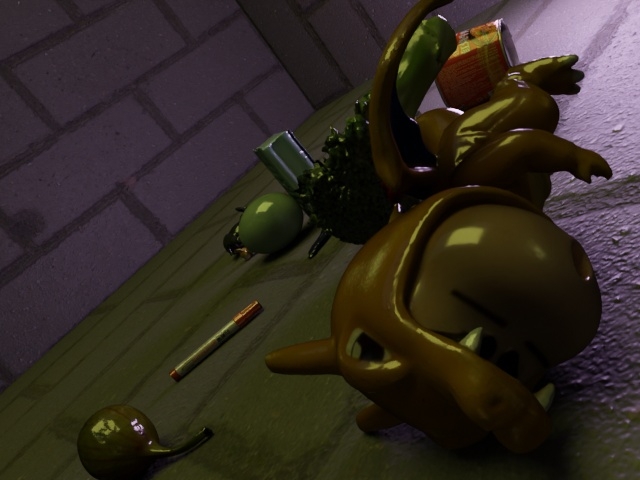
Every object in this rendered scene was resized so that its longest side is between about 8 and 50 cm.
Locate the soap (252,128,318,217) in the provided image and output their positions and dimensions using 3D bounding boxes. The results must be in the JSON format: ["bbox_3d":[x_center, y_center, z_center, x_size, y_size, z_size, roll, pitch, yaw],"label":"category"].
[{"bbox_3d":[-0.059,-0.166,1.448,0.094,0.261,0.150,-45,17,-12],"label":"soap"}]

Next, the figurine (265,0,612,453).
[{"bbox_3d":[0.138,0.012,0.591,0.401,0.268,0.387,96,-161,-66],"label":"figurine"}]

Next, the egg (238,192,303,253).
[{"bbox_3d":[-0.133,-0.044,1.465,0.192,0.149,0.149,-36,16,26],"label":"egg"}]

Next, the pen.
[{"bbox_3d":[-0.221,0.211,1.173,0.239,0.028,0.028,-40,16,-6],"label":"pen"}]

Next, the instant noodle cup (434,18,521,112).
[{"bbox_3d":[0.387,-0.428,1.356,0.174,0.213,0.213,-16,26,32],"label":"instant noodle cup"}]

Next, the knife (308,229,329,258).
[{"bbox_3d":[0.000,0.000,1.301,0.031,0.018,0.121,-11,31,44],"label":"knife"}]

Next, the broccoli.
[{"bbox_3d":[0.117,-0.166,0.982,0.353,0.275,0.396,-47,22,51],"label":"broccoli"}]

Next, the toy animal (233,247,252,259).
[{"bbox_3d":[-0.211,0.016,1.637,0.083,0.060,0.081,-31,57,18],"label":"toy animal"}]

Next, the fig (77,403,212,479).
[{"bbox_3d":[-0.278,0.329,0.894,0.237,0.124,0.124,-6,28,19],"label":"fig"}]

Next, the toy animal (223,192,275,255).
[{"bbox_3d":[-0.226,-0.055,1.756,0.245,0.114,0.146,-45,18,-24],"label":"toy animal"}]

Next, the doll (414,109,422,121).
[{"bbox_3d":[0.192,-0.247,1.365,0.151,0.151,0.287,-26,16,36],"label":"doll"}]
